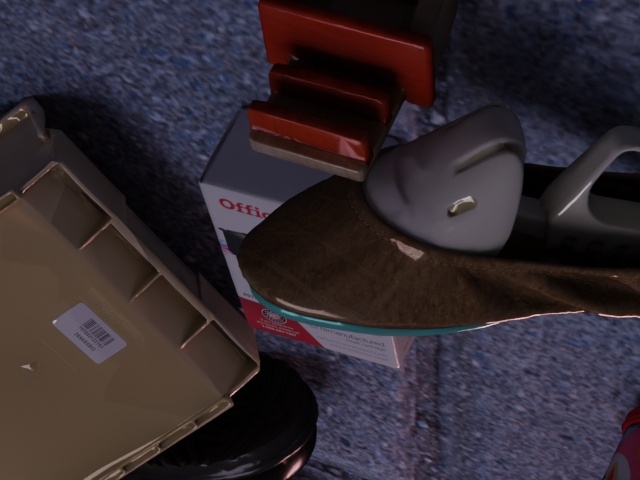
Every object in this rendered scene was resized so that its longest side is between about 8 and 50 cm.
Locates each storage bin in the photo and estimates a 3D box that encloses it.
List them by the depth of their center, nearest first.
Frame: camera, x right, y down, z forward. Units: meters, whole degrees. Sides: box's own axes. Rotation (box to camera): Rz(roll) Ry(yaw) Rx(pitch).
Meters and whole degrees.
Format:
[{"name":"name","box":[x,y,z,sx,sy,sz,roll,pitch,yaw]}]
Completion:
[{"name":"storage bin","box":[-0.225,0.064,1.178,0.260,0.123,0.262,-34,122,13]}]

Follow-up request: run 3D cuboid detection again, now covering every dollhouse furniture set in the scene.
[{"name":"dollhouse furniture set","box":[0.012,-0.164,0.738,0.262,0.135,0.259,17,148,17]}]

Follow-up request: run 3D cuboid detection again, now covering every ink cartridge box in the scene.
[{"name":"ink cartridge box","box":[0.000,0.000,1.056,0.127,0.072,0.175,14,148,22]}]

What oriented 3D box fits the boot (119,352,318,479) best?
[{"name":"boot","box":[-0.079,0.238,1.400,0.348,0.131,0.260,-12,128,43]}]

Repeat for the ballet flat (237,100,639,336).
[{"name":"ballet flat","box":[0.130,-0.013,0.833,0.342,0.116,0.124,6,134,-9]}]

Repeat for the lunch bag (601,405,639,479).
[{"name":"lunch bag","box":[0.328,0.242,1.120,0.258,0.120,0.293,1,141,38]}]
